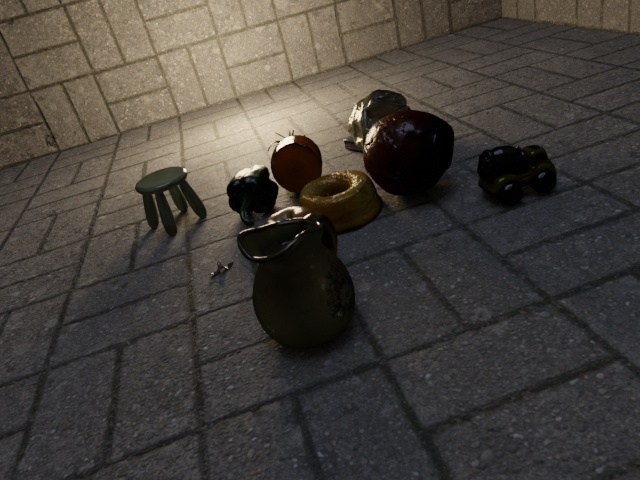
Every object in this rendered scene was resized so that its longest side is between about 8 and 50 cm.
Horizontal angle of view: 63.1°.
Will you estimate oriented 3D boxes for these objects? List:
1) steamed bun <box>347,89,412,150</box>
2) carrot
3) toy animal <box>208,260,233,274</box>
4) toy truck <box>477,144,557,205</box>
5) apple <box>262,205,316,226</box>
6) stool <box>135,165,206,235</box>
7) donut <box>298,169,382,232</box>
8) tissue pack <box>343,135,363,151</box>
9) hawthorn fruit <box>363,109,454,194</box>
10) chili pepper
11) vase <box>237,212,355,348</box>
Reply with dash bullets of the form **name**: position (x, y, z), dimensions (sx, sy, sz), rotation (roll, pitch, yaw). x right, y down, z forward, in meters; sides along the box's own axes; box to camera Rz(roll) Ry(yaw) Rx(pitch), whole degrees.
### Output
- **steamed bun**: position (0.258, -0.480, 2.049), dimensions (0.268, 0.207, 0.280), rotation (-15, 47, -13)
- **carrot**: position (-0.095, -0.301, 1.977), dimensions (0.214, 0.193, 0.331), rotation (5, 21, 1)
- **toy animal**: position (-0.310, 0.080, 1.600), dimensions (0.084, 0.028, 0.050), rotation (-24, 39, -16)
- **toy truck**: position (0.583, -0.216, 1.552), dimensions (0.224, 0.165, 0.147), rotation (-17, 29, -4)
- **apple**: position (-0.071, 0.001, 1.481), dimensions (0.210, 0.164, 0.209), rotation (-20, 26, 10)
- **stool**: position (-0.560, -0.153, 1.948), dimensions (0.195, 0.198, 0.195), rotation (15, 43, 43)
- **donut**: position (0.055, -0.139, 1.725), dimensions (0.303, 0.110, 0.303), rotation (-12, 29, 7)
- **tissue pack**: position (0.189, -0.417, 2.197), dimensions (0.112, 0.051, 0.156), rotation (-30, 33, -28)
- **hawthorn fruit**: position (0.290, -0.287, 1.696), dimensions (0.316, 0.315, 0.316), rotation (-12, 30, 7)
- **chili pepper**: position (-0.246, -0.162, 1.857), dimensions (0.174, 0.165, 0.261), rotation (3, 34, 7)
- **vase**: position (-0.037, 0.060, 1.232), dimensions (0.241, 0.302, 0.329), rotation (0, 32, 26)
